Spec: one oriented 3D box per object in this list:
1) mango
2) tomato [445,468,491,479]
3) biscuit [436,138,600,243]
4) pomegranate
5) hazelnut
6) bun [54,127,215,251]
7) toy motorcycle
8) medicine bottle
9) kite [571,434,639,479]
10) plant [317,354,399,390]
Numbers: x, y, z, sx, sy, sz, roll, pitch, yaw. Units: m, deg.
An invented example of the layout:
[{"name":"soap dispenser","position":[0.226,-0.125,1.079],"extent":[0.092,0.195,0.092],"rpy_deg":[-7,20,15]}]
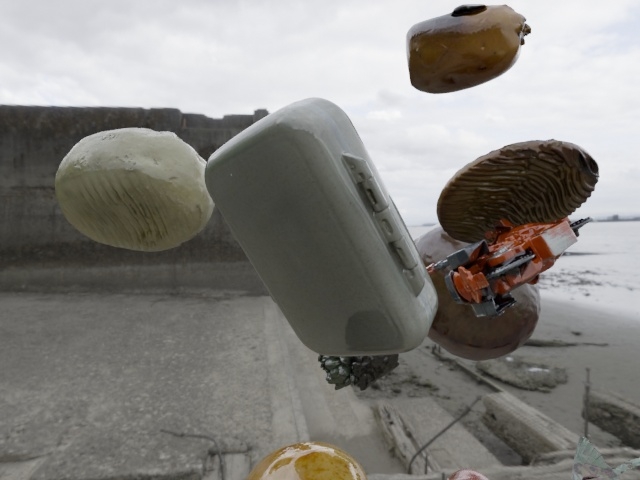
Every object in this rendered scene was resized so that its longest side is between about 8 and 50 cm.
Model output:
[{"name":"mango","position":[0.339,-0.449,0.988],"extent":[0.287,0.153,0.201],"rpy_deg":[0,-7,45]},{"name":"tomato","position":[0.292,0.592,0.928],"extent":[0.224,0.225,0.085],"rpy_deg":[-3,41,-47]},{"name":"biscuit","position":[0.400,-0.084,0.862],"extent":[0.317,0.040,0.318],"rpy_deg":[-1,-34,-1]},{"name":"pomegranate","position":[-0.016,0.395,0.591],"extent":[0.206,0.208,0.207],"rpy_deg":[-1,1,0]},{"name":"hazelnut","position":[0.418,0.149,1.211],"extent":[0.420,0.353,0.421],"rpy_deg":[34,-10,7]},{"name":"bun","position":[-0.429,-0.126,0.979],"extent":[0.361,0.235,0.326],"rpy_deg":[-18,-32,20]},{"name":"toy motorcycle","position":[0.354,0.035,0.785],"extent":[0.325,0.148,0.221],"rpy_deg":[-20,-12,-33]},{"name":"medicine bottle","position":[0.000,0.000,0.613],"extent":[0.282,0.376,0.123],"rpy_deg":[-17,19,41]},{"name":"kite","position":[0.769,0.607,1.086],"extent":[0.249,0.012,0.229],"rpy_deg":[-13,30,-8]},{"name":"plant","position":[0.096,0.298,1.058],"extent":[0.194,0.129,0.132],"rpy_deg":[-17,20,-14]}]
